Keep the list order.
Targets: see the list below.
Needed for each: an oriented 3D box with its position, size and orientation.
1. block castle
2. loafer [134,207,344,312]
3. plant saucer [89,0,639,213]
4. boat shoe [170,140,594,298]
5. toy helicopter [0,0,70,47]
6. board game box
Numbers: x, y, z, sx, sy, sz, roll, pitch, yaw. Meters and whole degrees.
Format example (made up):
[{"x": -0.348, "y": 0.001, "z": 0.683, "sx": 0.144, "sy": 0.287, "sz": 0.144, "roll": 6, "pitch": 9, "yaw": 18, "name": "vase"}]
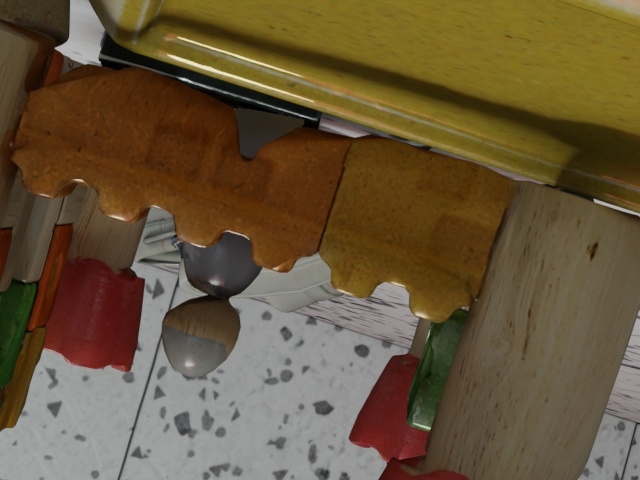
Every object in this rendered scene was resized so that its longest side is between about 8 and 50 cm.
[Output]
[{"x": -0.042, "y": 0.049, "z": 0.750, "sx": 0.303, "sy": 0.213, "sz": 0.453, "roll": 18, "pitch": -178, "yaw": 1, "name": "block castle"}, {"x": 0.000, "y": 0.000, "z": 1.205, "sx": 0.319, "sy": 0.111, "sz": 0.112, "roll": 12, "pitch": 173, "yaw": 36, "name": "loafer"}, {"x": 0.067, "y": -0.077, "z": 0.500, "sx": 0.332, "sy": 0.081, "sz": 0.333, "roll": 17, "pitch": 173, "yaw": -8, "name": "plant saucer"}, {"x": 0.038, "y": -0.018, "z": 1.019, "sx": 0.254, "sy": 0.079, "sz": 0.095, "roll": -7, "pitch": 165, "yaw": 3, "name": "boat shoe"}, {"x": -0.299, "y": -0.125, "z": 0.825, "sx": 0.355, "sy": 0.140, "sz": 0.235, "roll": 5, "pitch": 172, "yaw": -22, "name": "toy helicopter"}, {"x": -0.061, "y": -0.084, "z": 1.015, "sx": 0.126, "sy": 0.026, "sz": 0.186, "roll": 17, "pitch": 174, "yaw": -1, "name": "board game box"}]
